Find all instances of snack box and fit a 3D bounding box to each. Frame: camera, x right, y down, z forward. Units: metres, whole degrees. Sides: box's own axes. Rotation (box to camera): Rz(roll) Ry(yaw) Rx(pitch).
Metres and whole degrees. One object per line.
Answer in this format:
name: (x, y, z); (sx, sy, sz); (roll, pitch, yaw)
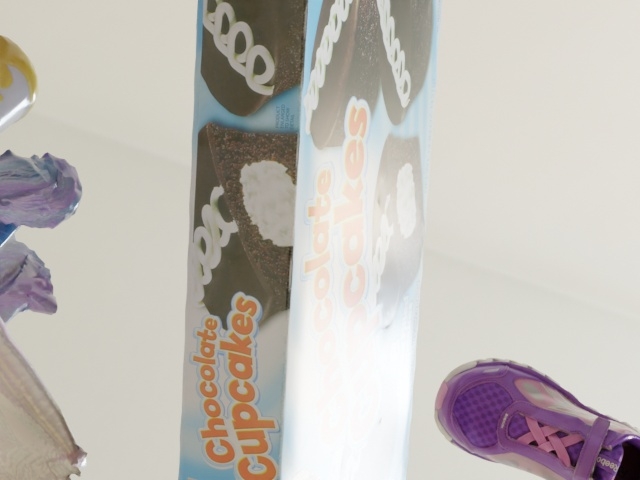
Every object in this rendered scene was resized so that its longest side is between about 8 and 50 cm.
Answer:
snack box: (0.000, 0.000, 0.639); (0.187, 0.060, 0.322); (-17, -67, -65)

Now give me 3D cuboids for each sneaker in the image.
sneaker: (0.215, 0.178, 1.093); (0.236, 0.104, 0.095); (24, -89, -11)

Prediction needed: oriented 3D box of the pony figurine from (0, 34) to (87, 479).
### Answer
pony figurine: (-0.225, 0.002, 0.439); (0.351, 0.303, 0.363); (57, -160, -5)
